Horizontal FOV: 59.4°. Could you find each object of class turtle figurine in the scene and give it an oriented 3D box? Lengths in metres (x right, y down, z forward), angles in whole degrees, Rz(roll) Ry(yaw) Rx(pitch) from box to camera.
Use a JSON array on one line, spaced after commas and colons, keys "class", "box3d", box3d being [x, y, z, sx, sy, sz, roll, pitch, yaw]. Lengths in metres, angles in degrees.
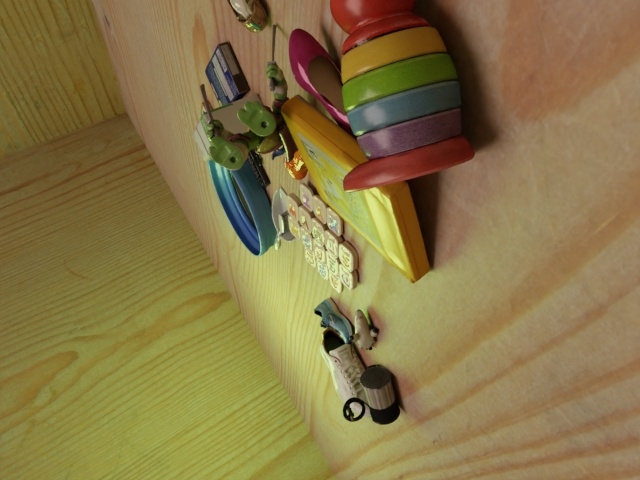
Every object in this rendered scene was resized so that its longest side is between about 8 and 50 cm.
[{"class": "turtle figurine", "box3d": [-0.157, -0.260, 1.112, 0.266, 0.197, 0.275, -81, -22, -68]}]

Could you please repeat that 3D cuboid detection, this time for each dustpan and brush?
[{"class": "dustpan and brush", "box3d": [-0.109, -0.036, 1.653, 0.147, 0.060, 0.211, 55, 159, 24]}]

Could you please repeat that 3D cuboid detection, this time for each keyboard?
[{"class": "keyboard", "box3d": [-0.202, -0.245, 1.687, 0.180, 0.023, 0.108, 64, 161, -4]}]

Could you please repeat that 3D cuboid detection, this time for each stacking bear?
[{"class": "stacking bear", "box3d": [0.093, -0.228, 0.742, 0.164, 0.175, 0.289, 0, 108, 66]}]

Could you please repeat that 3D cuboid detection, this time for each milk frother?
[{"class": "milk frother", "box3d": [0.125, 0.420, 1.511, 0.129, 0.143, 0.135, 39, 149, 59]}]

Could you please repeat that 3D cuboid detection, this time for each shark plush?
[{"class": "shark plush", "box3d": [0.122, 0.244, 1.475, 0.161, 0.073, 0.067, 54, -165, -51]}]

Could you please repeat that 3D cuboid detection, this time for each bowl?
[{"class": "bowl", "box3d": [-0.263, -0.135, 1.909, 0.391, 0.077, 0.391, 52, 158, 32]}]

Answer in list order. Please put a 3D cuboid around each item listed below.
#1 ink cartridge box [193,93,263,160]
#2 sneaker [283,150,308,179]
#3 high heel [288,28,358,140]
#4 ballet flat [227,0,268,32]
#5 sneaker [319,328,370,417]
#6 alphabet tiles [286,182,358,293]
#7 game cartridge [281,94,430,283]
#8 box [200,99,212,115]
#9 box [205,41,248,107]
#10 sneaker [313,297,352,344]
[{"class": "ink cartridge box", "box3d": [-0.246, -0.300, 1.517, 0.093, 0.160, 0.219, 67, 160, -6]}, {"class": "sneaker", "box3d": [-0.044, -0.189, 1.277, 0.067, 0.064, 0.175, 58, 161, 25]}, {"class": "high heel", "box3d": [0.026, -0.265, 0.968, 0.244, 0.082, 0.117, 66, 159, -7]}, {"class": "ballet flat", "box3d": [-0.180, -0.530, 1.170, 0.206, 0.073, 0.067, 56, -156, 4]}, {"class": "sneaker", "box3d": [0.076, 0.380, 1.640, 0.290, 0.105, 0.123, 52, 160, 35]}, {"class": "alphabet tiles", "box3d": [0.000, 0.000, 1.438, 0.284, 0.021, 0.278, 43, 150, 35]}, {"class": "game cartridge", "box3d": [0.067, -0.087, 1.034, 0.324, 0.052, 0.285, 48, 171, 38]}, {"class": "box", "box3d": [-0.366, -0.399, 1.912, 0.136, 0.028, 0.081, 63, 161, 7]}, {"class": "box", "box3d": [-0.265, -0.448, 1.563, 0.137, 0.036, 0.225, 67, 160, -8]}, {"class": "sneaker", "box3d": [0.036, 0.243, 1.618, 0.162, 0.073, 0.063, 48, 156, 38]}]
